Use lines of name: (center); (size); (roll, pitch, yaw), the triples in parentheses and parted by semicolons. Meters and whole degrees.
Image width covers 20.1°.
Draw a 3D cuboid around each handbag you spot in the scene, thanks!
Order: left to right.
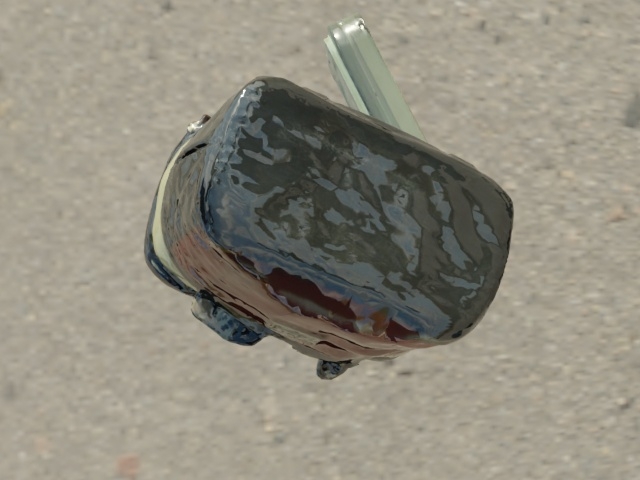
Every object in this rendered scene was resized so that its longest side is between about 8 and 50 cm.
handbag: (0.000, 0.000, 1.357); (0.181, 0.254, 0.181); (-30, 41, 66)

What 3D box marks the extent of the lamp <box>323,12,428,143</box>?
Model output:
lamp: (0.080, -0.075, 1.708); (0.047, 0.266, 0.269); (-27, 88, 1)
